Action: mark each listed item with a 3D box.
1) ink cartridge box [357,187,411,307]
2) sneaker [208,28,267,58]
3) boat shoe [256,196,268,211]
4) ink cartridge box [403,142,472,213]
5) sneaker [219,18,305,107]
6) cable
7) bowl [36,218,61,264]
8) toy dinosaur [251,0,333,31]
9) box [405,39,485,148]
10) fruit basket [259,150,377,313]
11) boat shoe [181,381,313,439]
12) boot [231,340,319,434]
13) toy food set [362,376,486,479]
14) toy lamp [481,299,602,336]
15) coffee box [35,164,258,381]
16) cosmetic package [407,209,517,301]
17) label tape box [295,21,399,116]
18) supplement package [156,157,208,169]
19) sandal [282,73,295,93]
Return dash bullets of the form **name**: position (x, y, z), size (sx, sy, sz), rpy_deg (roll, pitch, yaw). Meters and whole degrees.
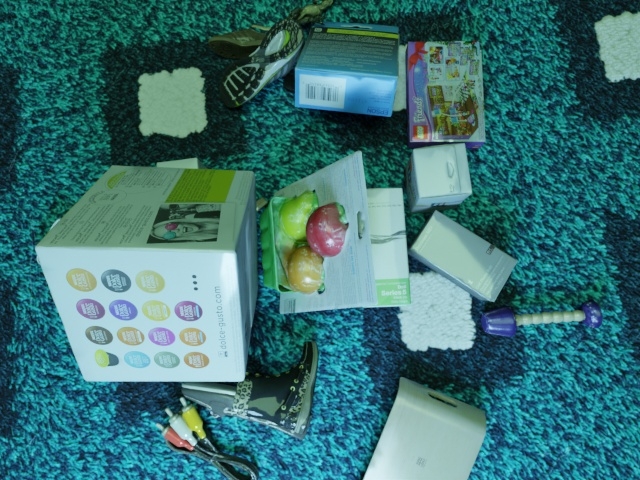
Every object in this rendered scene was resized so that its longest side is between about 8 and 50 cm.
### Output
- **ink cartridge box**: position (0.143, 0.026, 1.073), size (0.114, 0.198, 0.273), rpy_deg (-2, 81, 1)
- **sneaker**: position (-0.225, -0.573, 1.262), size (0.188, 0.066, 0.071), rpy_deg (5, 65, -1)
- **boat shoe**: position (-0.225, -0.078, 1.174), size (0.170, 0.063, 0.059), rpy_deg (-29, 97, -1)
- **ink cartridge box**: position (0.290, -0.151, 1.104), size (0.127, 0.176, 0.128), rpy_deg (-6, 81, 2)
- **sneaker**: position (-0.152, -0.471, 1.215), size (0.299, 0.121, 0.111), rpy_deg (-33, 84, 17)
- **cable**: position (-0.289, 0.527, 1.083), size (0.287, 0.072, 0.139), rpy_deg (45, 100, 6)
- **bowl**: position (-0.676, 0.027, 1.191), size (0.141, 0.053, 0.142), rpy_deg (24, 83, 7)
- **toy dinosaur**: position (-0.056, -0.631, 1.230), size (0.268, 0.064, 0.118), rpy_deg (-24, 36, -8)
- **box**: position (0.338, -0.399, 1.199), size (0.200, 0.057, 0.294), rpy_deg (1, 82, 3)
- **fruit basket**: position (0.000, 0.000, 1.031), size (0.352, 0.165, 0.328), rpy_deg (-15, 77, 45)
- **boat shoe**: position (-0.186, 0.418, 1.077), size (0.334, 0.112, 0.096), rpy_deg (9, 77, 1)
- **boot**: position (-0.101, 0.326, 1.040), size (0.178, 0.085, 0.237), rpy_deg (12, 41, -1)
- **toy food set**: position (0.240, 0.517, 1.060), size (0.219, 0.092, 0.306), rpy_deg (22, 91, 5)
- **toy lamp**: position (0.545, 0.194, 1.088), size (0.274, 0.080, 0.080), rpy_deg (-7, 81, 3)
- **coffee box**: position (-0.317, 0.062, 0.939), size (0.333, 0.338, 0.338), rpy_deg (2, 123, -3)
- **cosmetic package**: position (0.351, 0.039, 1.110), size (0.237, 0.107, 0.127), rpy_deg (32, 87, 4)
- **label tape box**: position (0.081, -0.476, 1.178), size (0.248, 0.115, 0.348), rpy_deg (7, 43, 4)
- **supplement package**: position (-0.336, -0.131, 1.133), size (0.105, 0.179, 0.105), rpy_deg (-7, 82, 2)
- **sandal**: position (-0.026, -0.419, 1.236), size (0.179, 0.040, 0.067), rpy_deg (31, 78, 22)
